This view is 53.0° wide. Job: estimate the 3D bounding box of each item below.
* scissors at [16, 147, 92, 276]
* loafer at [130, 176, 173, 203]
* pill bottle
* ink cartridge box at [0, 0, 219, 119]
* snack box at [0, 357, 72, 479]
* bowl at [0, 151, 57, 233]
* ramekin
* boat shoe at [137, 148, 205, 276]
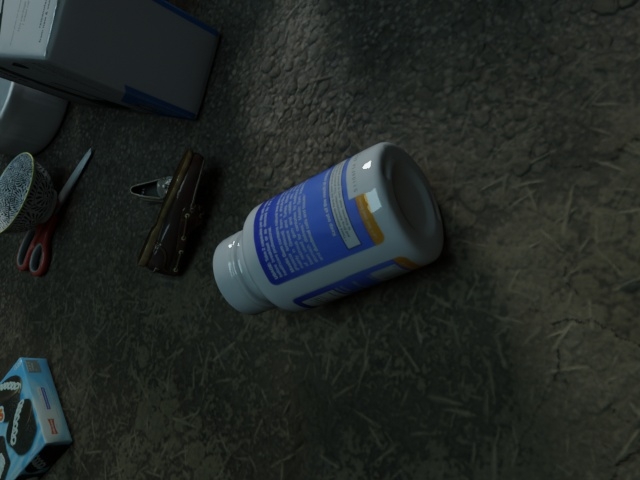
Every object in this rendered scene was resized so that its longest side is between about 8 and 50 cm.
[{"bbox_3d":[-0.543,-0.064,1.298,0.109,0.021,0.297,29,99,39],"label":"scissors"},{"bbox_3d":[-0.271,-0.085,1.087,0.125,0.039,0.045,-6,78,36],"label":"loafer"},{"bbox_3d":[0.000,0.000,0.797,0.272,0.152,0.152,-23,67,31],"label":"pill bottle"},{"bbox_3d":[-0.419,-0.338,1.097,0.395,0.285,0.166,15,90,38],"label":"ink cartridge box"},{"bbox_3d":[-0.601,0.394,1.219,0.322,0.060,0.187,-47,57,20],"label":"snack box"},{"bbox_3d":[-0.575,-0.081,1.267,0.170,0.080,0.170,-18,61,37],"label":"bowl"},{"bbox_3d":[-0.657,-0.311,1.364,0.277,0.135,0.277,-8,76,36],"label":"ramekin"},{"bbox_3d":[-0.223,-0.042,1.028,0.207,0.073,0.073,-65,18,12],"label":"boat shoe"}]
